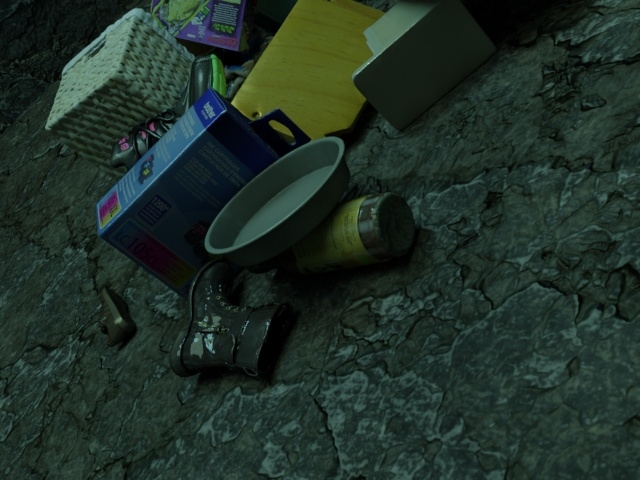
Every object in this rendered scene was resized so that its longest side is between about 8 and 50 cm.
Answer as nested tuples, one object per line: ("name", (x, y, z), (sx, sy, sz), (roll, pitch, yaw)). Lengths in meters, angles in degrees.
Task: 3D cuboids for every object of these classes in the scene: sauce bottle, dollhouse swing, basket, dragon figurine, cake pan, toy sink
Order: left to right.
("basket", (-0.492, -0.361, 2.191), (0.328, 0.331, 0.266), (-28, 39, 31))
("dragon figurine", (-0.155, -0.484, 2.143), (0.289, 0.085, 0.144), (-48, 32, 2))
("cake pan", (-0.066, -0.062, 1.400), (0.293, 0.054, 0.293), (-33, 22, 15))
("dollhouse swing", (-0.022, -0.306, 1.811), (0.315, 0.305, 0.347), (24, 69, 14))
("sauce bottle", (0.000, 0.000, 1.398), (0.344, 0.111, 0.111), (-12, 46, 46))
("toy sink", (0.175, -0.347, 1.525), (0.234, 0.153, 0.131), (-40, 32, 15))

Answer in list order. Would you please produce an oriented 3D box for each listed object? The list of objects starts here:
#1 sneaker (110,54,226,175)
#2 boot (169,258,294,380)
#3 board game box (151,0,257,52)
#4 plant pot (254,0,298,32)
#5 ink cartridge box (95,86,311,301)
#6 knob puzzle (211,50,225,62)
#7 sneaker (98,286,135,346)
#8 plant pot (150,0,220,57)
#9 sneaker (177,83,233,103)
("sneaker", (-0.351, -0.197, 1.838), (0.483, 0.202, 0.185), (-60, 17, 17))
("boot", (-0.138, 0.135, 1.459), (0.229, 0.091, 0.263), (-12, 50, 36))
("board game box", (-0.304, -0.614, 2.135), (0.347, 0.056, 0.208), (22, 103, 35))
("plant pot", (-0.107, -0.688, 2.180), (0.248, 0.247, 0.252), (22, 89, 57))
("ink cartridge box", (-0.201, -0.100, 1.599), (0.395, 0.270, 0.151), (-45, 33, 6))
("knob puzzle", (-0.343, -0.495, 2.440), (0.213, 0.030, 0.213), (-32, 34, 25))
("sneaker", (-0.465, 0.166, 1.826), (0.071, 0.066, 0.188), (-49, 31, 0))
("plant pot", (-0.314, -0.637, 2.354), (0.237, 0.237, 0.254), (-33, -1, 23))
("sneaker", (-0.269, -0.316, 2.000), (0.101, 0.153, 0.268), (-48, 20, 9))
